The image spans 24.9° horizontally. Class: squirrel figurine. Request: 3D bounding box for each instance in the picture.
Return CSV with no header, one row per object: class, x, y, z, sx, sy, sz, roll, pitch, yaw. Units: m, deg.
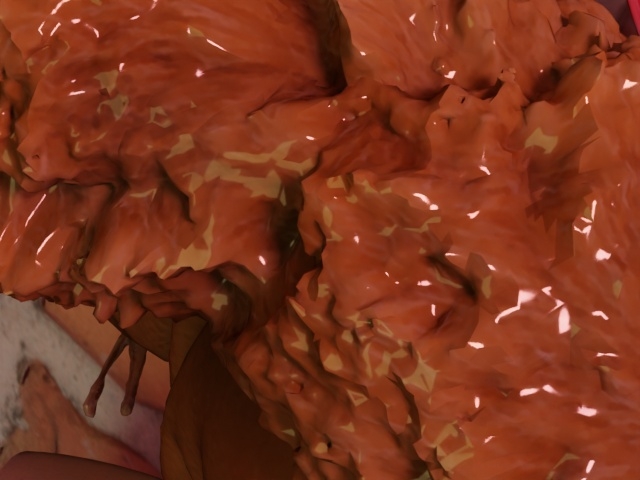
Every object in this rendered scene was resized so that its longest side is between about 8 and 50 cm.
squirrel figurine,0.000,0.000,0.534,0.370,0.281,0.397,52,168,34

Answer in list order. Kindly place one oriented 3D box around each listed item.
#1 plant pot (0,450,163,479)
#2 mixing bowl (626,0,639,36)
plant pot,-0.083,0.266,0.823,0.191,0.284,0.284,2,123,4
mixing bowl,0.189,-0.098,0.419,0.181,0.098,0.181,24,130,32
